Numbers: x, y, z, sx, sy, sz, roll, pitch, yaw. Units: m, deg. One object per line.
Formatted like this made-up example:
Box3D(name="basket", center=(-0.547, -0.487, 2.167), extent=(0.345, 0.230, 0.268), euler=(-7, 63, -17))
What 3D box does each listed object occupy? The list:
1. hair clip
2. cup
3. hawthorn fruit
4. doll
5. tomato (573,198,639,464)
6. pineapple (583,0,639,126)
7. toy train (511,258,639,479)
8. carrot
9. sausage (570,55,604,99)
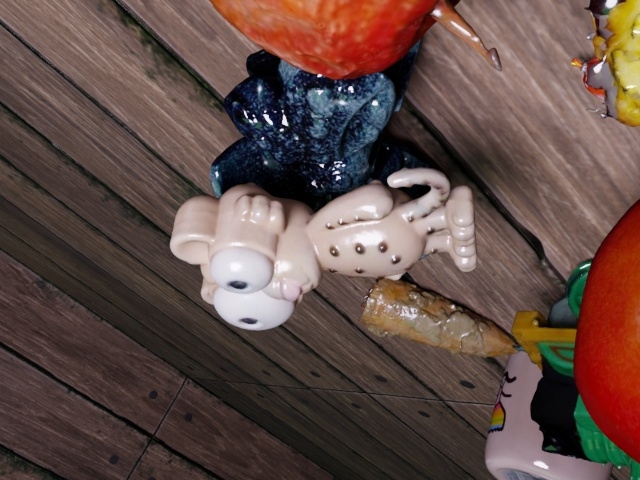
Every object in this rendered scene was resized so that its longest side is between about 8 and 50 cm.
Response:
Box3D(name="hair clip", center=(0.012, -0.097, 0.659), extent=(0.206, 0.194, 0.310), euler=(6, 144, 25))
Box3D(name="cup", center=(0.364, 0.273, 0.940), extent=(0.191, 0.200, 0.253), euler=(24, 152, 9))
Box3D(name="hawthorn fruit", center=(0.035, -0.196, 0.427), extent=(0.243, 0.207, 0.207), euler=(43, 154, 8))
Box3D(name="doll", center=(0.001, 0.001, 0.566), extent=(0.278, 0.119, 0.154), euler=(-12, 144, 19))
Box3D(name="tomato", center=(0.327, 0.080, 0.458), extent=(0.226, 0.298, 0.299), euler=(5, 173, -43))
Box3D(name="pineapple", center=(0.285, -0.149, 0.412), extent=(0.225, 0.076, 0.225), euler=(14, 138, 13))
Box3D(name="toy train", center=(0.392, 0.164, 0.673), extent=(0.429, 0.249, 0.178), euler=(-6, 138, 47))
Box3D(name="carrot", center=(0.192, 0.130, 0.993), extent=(0.263, 0.102, 0.102), euler=(20, 152, 3))
Box3D(name="sausage", center=(0.277, -0.123, 0.512), extent=(0.145, 0.048, 0.050), euler=(24, -169, 11))
